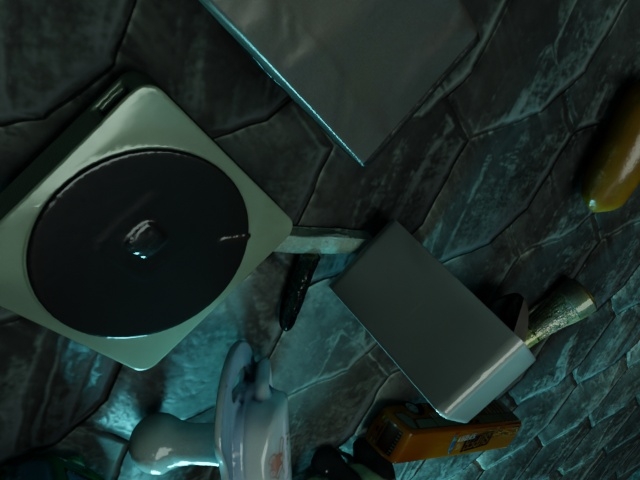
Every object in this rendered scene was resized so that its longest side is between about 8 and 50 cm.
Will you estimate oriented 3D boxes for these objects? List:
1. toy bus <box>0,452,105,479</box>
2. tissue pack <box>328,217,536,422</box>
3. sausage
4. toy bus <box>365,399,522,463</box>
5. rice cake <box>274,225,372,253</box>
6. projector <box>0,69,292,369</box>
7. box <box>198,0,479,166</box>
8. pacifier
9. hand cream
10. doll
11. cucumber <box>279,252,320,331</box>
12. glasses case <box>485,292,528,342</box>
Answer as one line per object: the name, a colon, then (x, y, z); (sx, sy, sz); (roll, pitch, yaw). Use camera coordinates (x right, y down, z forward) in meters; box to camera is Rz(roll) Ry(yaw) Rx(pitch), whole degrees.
toy bus: (-0.311, 0.415, 0.692); (0.183, 0.343, 0.200); (-38, 127, -13)
tissue pack: (0.152, 0.112, 0.826); (0.136, 0.246, 0.159); (-45, 150, 5)
sausage: (0.519, -0.156, 1.006); (0.098, 0.098, 0.238); (-3, 121, -33)
toy bus: (0.265, 0.386, 1.228); (0.408, 0.092, 0.093); (10, 113, -40)
rice cake: (0.000, -0.001, 0.808); (0.170, 0.029, 0.033); (3, 126, -34)
projector: (-0.194, -0.007, 0.634); (0.257, 0.079, 0.259); (-43, 135, 1)
box: (0.004, -0.230, 0.556); (0.188, 0.153, 0.252); (-48, 135, 7)
pacifier: (-0.151, 0.274, 0.827); (0.225, 0.238, 0.288); (1, 107, 3)
hand cream: (0.462, 0.167, 1.221); (0.203, 0.084, 0.084); (-39, 135, 6)
doll: (0.043, 0.472, 1.114); (0.234, 0.135, 0.144); (0, 120, -30)
cucumber: (-0.035, 0.074, 0.837); (0.032, 0.032, 0.133); (0, 123, -34)
glasses case: (0.286, 0.167, 1.002); (0.122, 0.075, 0.314); (-42, 174, 25)
